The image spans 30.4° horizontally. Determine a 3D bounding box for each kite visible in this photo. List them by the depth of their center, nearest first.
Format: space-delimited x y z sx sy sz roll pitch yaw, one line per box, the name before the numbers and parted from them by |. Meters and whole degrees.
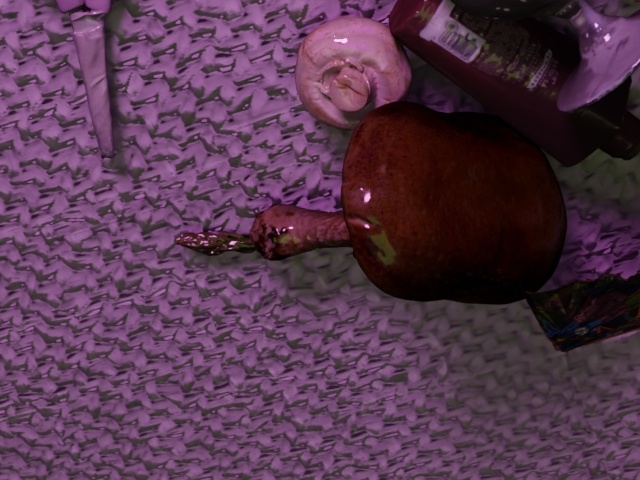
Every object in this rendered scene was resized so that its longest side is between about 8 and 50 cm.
kite | 0.253 0.051 0.903 0.321 0.016 0.234 -1 155 -26

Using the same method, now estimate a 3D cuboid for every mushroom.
mushroom | 0.022 -0.114 0.820 0.084 0.067 0.083 5 123 8
mushroom | 0.048 -0.017 0.865 0.227 0.147 0.218 13 164 -42

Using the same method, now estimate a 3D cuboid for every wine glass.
wine glass | 0.107 -0.193 0.716 0.231 0.103 0.103 44 118 -12

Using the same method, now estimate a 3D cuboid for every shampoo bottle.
shampoo bottle | 0.159 -0.109 0.817 0.236 0.067 0.068 31 133 -18

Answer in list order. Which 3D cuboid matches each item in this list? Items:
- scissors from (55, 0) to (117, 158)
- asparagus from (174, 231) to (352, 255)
scissors | -0.164 -0.152 0.835 0.110 0.021 0.212 -1 126 1
asparagus | 0.000 0.000 0.934 0.233 0.022 0.023 -2 141 5
